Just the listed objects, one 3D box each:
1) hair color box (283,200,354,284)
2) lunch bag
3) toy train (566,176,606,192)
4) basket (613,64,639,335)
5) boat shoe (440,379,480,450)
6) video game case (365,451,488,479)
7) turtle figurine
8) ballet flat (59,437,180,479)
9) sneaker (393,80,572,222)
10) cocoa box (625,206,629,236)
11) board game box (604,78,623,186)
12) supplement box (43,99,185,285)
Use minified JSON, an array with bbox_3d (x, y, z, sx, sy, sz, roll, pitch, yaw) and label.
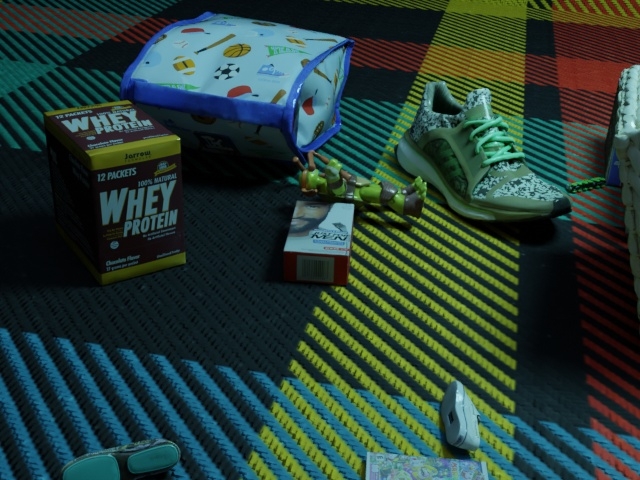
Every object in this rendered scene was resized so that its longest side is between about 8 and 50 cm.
[{"bbox_3d":[0.000,0.000,1.235,0.093,0.053,0.167,3,26,3],"label":"hair color box"},{"bbox_3d":[-0.146,-0.276,1.559,0.328,0.238,0.385,11,22,12],"label":"lunch bag"},{"bbox_3d":[0.477,-0.101,1.510,0.083,0.017,0.024,-11,21,-24],"label":"toy train"},{"bbox_3d":[0.535,-0.071,1.078,0.267,0.328,0.331,-6,24,24],"label":"basket"},{"bbox_3d":[0.155,0.191,0.911,0.035,0.035,0.100,28,22,-10],"label":"boat shoe"},{"bbox_3d":[0.104,0.244,0.821,0.122,0.011,0.087,4,27,3],"label":"video game case"},{"bbox_3d":[0.055,-0.082,1.343,0.218,0.087,0.269,10,-1,-1],"label":"turtle figurine"},{"bbox_3d":[-0.196,0.219,0.822,0.115,0.041,0.041,-8,29,-20],"label":"ballet flat"},{"bbox_3d":[0.265,-0.159,1.423,0.158,0.181,0.410,-13,32,-28],"label":"sneaker"},{"bbox_3d":[0.681,-0.116,1.325,0.347,0.231,0.228,11,28,14],"label":"cocoa box"},{"bbox_3d":[0.689,-0.187,1.558,0.291,0.141,0.232,11,29,15],"label":"board game box"},{"bbox_3d":[-0.293,-0.074,1.197,0.129,0.194,0.191,-15,33,-30],"label":"supplement box"}]
